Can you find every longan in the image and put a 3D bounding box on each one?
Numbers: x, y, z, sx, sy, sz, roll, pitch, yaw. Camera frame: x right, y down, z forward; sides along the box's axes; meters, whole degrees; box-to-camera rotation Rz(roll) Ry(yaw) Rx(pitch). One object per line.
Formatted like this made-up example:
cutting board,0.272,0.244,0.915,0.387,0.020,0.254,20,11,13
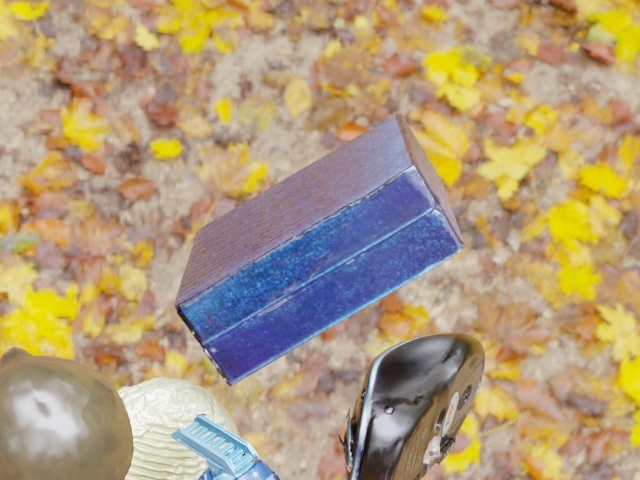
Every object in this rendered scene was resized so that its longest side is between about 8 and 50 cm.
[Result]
longan,-0.267,0.188,1.173,0.189,0.189,0.189,6,55,-8

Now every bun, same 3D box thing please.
bun,-0.211,0.283,1.563,0.220,0.134,0.220,0,91,-20

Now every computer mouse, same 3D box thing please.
computer mouse,0.084,0.170,1.226,0.096,0.137,0.233,20,29,26

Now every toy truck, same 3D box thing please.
toy truck,-0.081,0.185,1.003,0.056,0.073,0.090,-31,89,-38

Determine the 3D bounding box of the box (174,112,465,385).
box,0.000,0.000,1.297,0.279,0.261,0.116,-32,104,10
